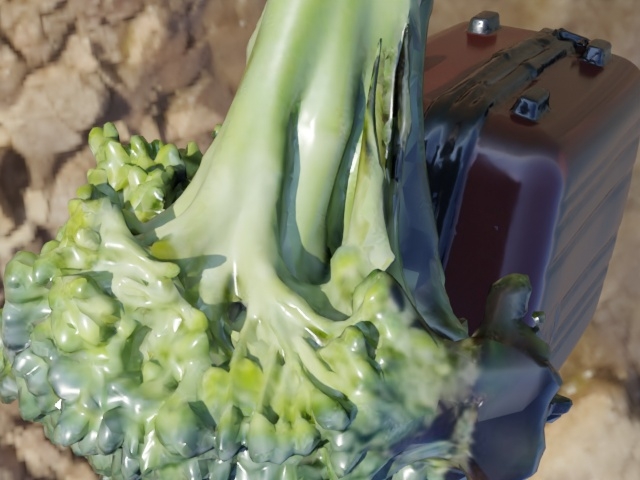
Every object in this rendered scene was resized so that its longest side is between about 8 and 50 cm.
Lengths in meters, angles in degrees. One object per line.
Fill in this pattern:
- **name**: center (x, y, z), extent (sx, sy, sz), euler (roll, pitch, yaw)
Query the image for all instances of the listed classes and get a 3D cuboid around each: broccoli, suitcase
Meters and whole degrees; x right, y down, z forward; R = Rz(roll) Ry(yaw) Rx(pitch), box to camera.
- **broccoli**: center (0.000, 0.000, 0.614), extent (0.247, 0.243, 0.263), euler (12, -178, 28)
- **suitcase**: center (0.095, -0.010, 0.942), extent (0.161, 0.297, 0.236), euler (17, 112, 17)
